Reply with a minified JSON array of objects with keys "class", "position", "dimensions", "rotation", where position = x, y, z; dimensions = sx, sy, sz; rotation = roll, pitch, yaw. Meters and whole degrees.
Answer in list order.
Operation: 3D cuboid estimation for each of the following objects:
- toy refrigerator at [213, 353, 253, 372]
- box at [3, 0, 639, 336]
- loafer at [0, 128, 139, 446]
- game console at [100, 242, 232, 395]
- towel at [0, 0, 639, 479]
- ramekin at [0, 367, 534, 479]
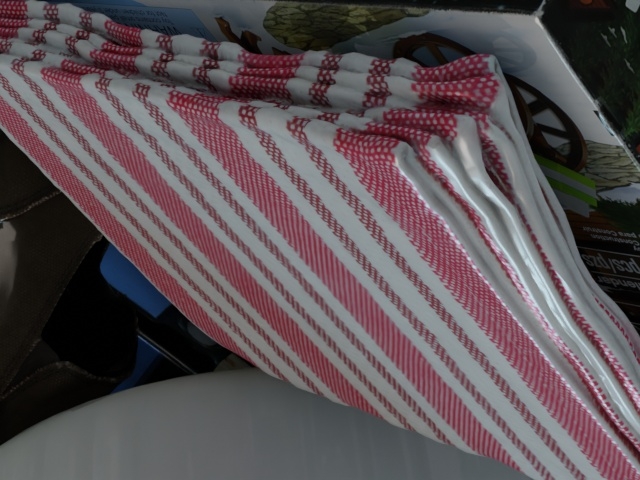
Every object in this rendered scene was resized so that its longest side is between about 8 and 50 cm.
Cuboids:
[{"class":"toy refrigerator","position":[-0.121,0.057,0.803],"dimensions":[0.269,0.102,0.094],"rotation":[38,160,-7]},{"class":"box","position":[0.018,-0.023,0.471],"dimensions":[0.233,0.044,0.159],"rotation":[11,149,49]},{"class":"loafer","position":[-0.107,0.045,0.662],"dimensions":[0.078,0.080,0.220],"rotation":[20,123,5]},{"class":"game console","position":[-0.107,0.025,0.708],"dimensions":[0.144,0.085,0.124],"rotation":[37,154,-7]},{"class":"towel","position":[0.000,0.000,0.448],"dimensions":[0.197,0.029,0.144],"rotation":[17,154,48]},{"class":"ramekin","position":[-0.012,0.156,0.636],"dimensions":[0.277,0.135,0.277],"rotation":[-4,146,-3]}]
